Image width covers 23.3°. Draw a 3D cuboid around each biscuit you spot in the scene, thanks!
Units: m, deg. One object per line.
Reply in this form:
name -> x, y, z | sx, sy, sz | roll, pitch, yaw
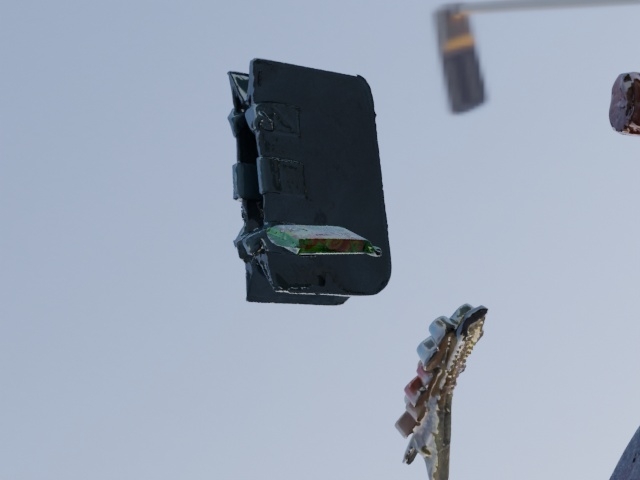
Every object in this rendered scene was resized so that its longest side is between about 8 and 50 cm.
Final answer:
biscuit -> 0.000, 0.000, 1.191 | 0.089, 0.046, 0.016 | 0, -71, -40

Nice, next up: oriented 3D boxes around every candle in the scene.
candle -> 0.252, -0.071, 0.950 | 0.162, 0.053, 0.048 | 5, -59, -14

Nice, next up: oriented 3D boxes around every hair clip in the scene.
hair clip -> 0.089, 0.110, 1.182 | 0.062, 0.056, 0.214 | -32, -34, -31

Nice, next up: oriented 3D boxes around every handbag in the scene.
handbag -> -0.018, -0.054, 1.509 | 0.179, 0.062, 0.229 | 4, -104, -45

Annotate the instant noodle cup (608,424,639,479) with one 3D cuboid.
instant noodle cup -> 0.130, 0.092, 0.307 | 0.136, 0.127, 0.127 | 26, -101, -8
